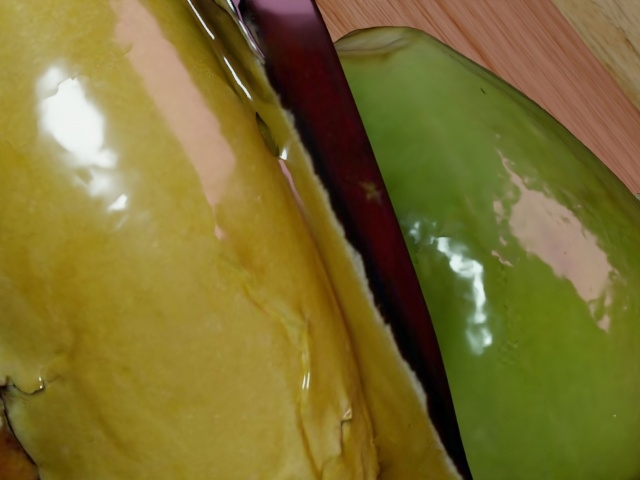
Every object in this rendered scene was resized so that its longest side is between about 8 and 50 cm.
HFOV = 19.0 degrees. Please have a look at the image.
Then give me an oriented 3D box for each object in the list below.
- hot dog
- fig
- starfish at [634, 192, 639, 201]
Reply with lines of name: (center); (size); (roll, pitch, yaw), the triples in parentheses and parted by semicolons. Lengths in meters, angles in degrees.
hot dog: (-0.079, -0.001, 0.502); (0.107, 0.194, 0.326); (-29, 95, -33)
fig: (0.049, 0.031, 0.849); (0.230, 0.207, 0.207); (41, 20, -19)
starfish: (0.175, 0.087, 1.014); (0.132, 0.398, 0.384); (-22, 80, -33)
